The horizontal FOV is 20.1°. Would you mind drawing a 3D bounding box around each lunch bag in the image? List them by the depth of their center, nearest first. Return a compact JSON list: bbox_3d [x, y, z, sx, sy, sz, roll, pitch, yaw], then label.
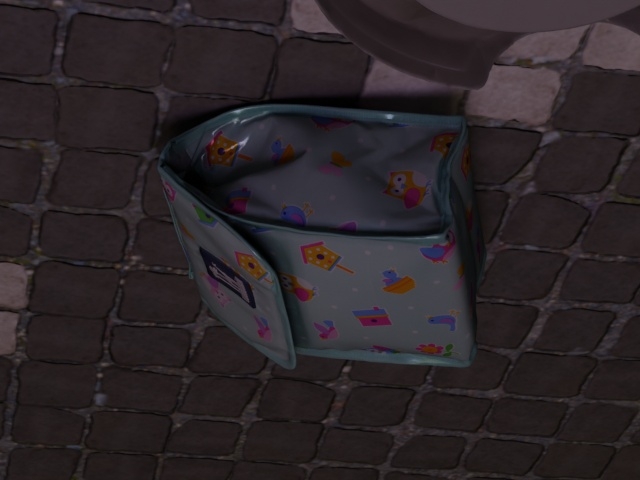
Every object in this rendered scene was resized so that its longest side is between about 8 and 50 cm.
[{"bbox_3d":[0.000,0.000,1.537,0.262,0.160,0.223,2,147,11],"label":"lunch bag"}]

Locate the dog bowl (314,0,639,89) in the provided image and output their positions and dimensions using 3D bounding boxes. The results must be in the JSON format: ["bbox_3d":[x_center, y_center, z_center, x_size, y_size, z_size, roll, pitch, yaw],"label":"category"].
[{"bbox_3d":[0.153,-0.247,1.190,0.349,0.102,0.349,-5,145,-3],"label":"dog bowl"}]
